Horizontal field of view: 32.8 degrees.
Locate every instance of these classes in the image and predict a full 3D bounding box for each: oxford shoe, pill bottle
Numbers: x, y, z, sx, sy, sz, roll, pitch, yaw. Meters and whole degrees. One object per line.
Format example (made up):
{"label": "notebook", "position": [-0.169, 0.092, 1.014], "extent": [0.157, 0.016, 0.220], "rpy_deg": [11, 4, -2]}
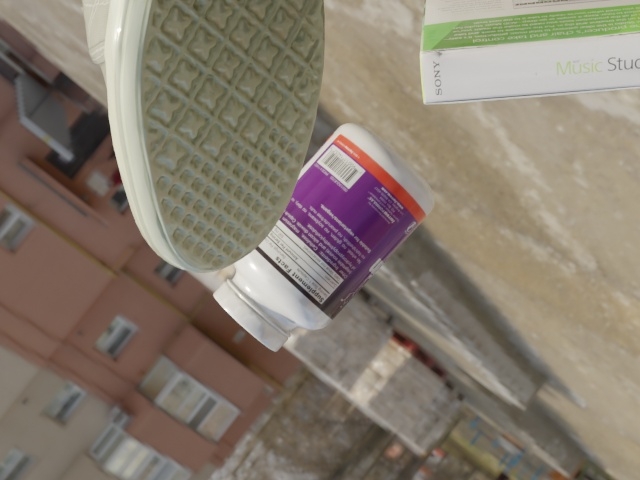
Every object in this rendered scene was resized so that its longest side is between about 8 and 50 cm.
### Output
{"label": "oxford shoe", "position": [-0.098, -0.200, 0.706], "extent": [0.130, 0.169, 0.449], "rpy_deg": [12, 116, 43]}
{"label": "pill bottle", "position": [0.000, 0.000, 1.561], "extent": [0.181, 0.323, 0.181], "rpy_deg": [42, 180, 0]}

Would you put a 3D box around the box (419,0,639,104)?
{"label": "box", "position": [0.216, -0.224, 1.063], "extent": [0.322, 0.232, 0.058], "rpy_deg": [-76, -20, -61]}
